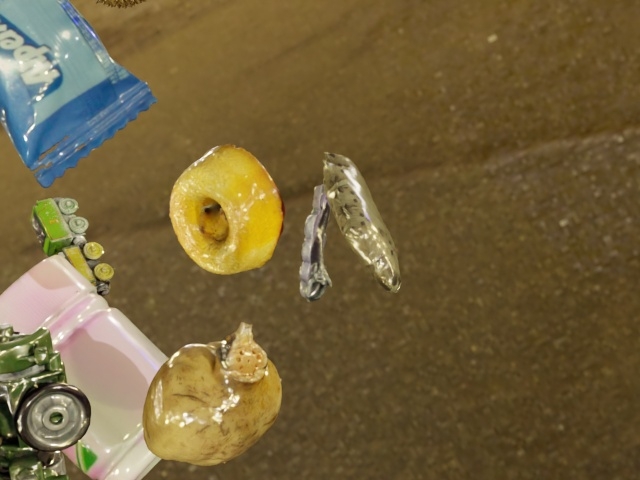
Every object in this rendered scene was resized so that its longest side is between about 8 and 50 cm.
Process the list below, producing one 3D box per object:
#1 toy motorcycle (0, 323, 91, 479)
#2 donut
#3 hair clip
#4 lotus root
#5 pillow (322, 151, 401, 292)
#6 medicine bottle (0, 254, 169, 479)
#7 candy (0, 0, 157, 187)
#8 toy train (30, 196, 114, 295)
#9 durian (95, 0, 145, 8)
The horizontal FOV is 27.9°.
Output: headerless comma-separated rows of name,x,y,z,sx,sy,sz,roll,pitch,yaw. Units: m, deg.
toy motorcycle,-0.364,0.198,1.277,0.275,0.205,0.127,-9,18,-11
donut,-0.111,-0.030,1.449,0.152,0.152,0.058,-4,18,45
hair clip,0.002,0.000,2.008,0.052,0.124,0.195,6,69,5
lotus root,-0.132,0.201,1.553,0.154,0.140,0.257,1,-27,-28
pillow,0.041,-0.037,1.572,0.051,0.093,0.241,-34,46,14
medicine bottle,-0.348,0.204,1.926,0.212,0.325,0.212,-47,-3,-3
candy,-0.345,-0.244,1.486,0.187,0.331,0.077,-38,3,-20
toy train,-0.401,0.012,2.068,0.081,0.060,0.202,-16,57,-29
durian,-0.257,-0.331,1.611,0.071,0.110,0.140,-38,-17,27
